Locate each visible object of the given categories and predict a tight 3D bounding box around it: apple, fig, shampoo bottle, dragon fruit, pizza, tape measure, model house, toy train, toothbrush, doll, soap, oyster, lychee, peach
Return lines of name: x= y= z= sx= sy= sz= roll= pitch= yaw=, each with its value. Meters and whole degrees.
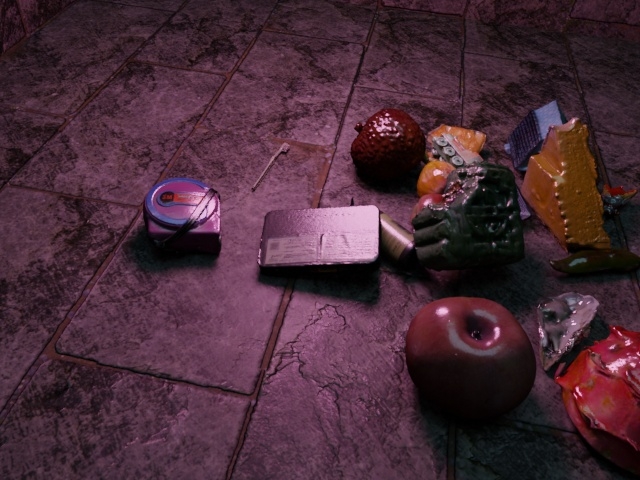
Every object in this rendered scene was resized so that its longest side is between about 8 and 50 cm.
apple: x=0.353 y=0.263 z=1.329 sx=0.306 sy=0.235 sz=0.306 roll=3 pitch=45 yaw=-3
fig: x=0.385 y=-0.221 z=1.898 sx=0.159 sy=0.159 sz=0.257 roll=-3 pitch=47 yaw=-8
shampoo bottle: x=0.186 y=-0.027 z=1.718 sx=0.101 sy=0.101 sz=0.284 roll=-28 pitch=52 yaw=-30
dragon fruit: x=0.762 y=0.339 z=1.294 sx=0.386 sy=0.249 sz=0.371 roll=22 pitch=41 yaw=14
pizza: x=0.509 y=-0.355 z=2.104 sx=0.204 sy=0.080 sz=0.188 roll=-37 pitch=72 yaw=-23
tape measure: x=-0.407 y=-0.063 z=1.682 sx=0.231 sy=0.149 sz=0.245 roll=1 pitch=51 yaw=-8
model house: x=0.800 y=-0.321 z=2.051 sx=0.241 sy=0.226 sz=0.261 roll=-22 pitch=31 yaw=28
toy train: x=0.463 y=-0.301 z=1.957 sx=0.118 sy=0.074 sz=0.176 roll=-21 pitch=62 yaw=-21
toothbrush: x=-0.176 y=-0.264 z=1.992 sx=0.028 sy=0.026 sz=0.294 roll=19 pitch=46 yaw=14
doll: x=0.999 y=-0.133 z=1.936 sx=0.109 sy=0.057 sz=0.169 roll=18 pitch=56 yaw=38
soap: x=0.802 y=-0.164 z=1.770 sx=0.169 sy=0.304 sz=0.339 roll=-10 pitch=45 yaw=-10
oyster: x=0.658 y=0.222 z=1.505 sx=0.199 sy=0.087 sz=0.252 roll=-4 pitch=36 yaw=4
lychee: x=0.230 y=-0.327 z=1.941 sx=0.260 sy=0.260 sz=0.260 roll=2 pitch=43 yaw=-2
peach: x=0.359 y=-0.076 z=1.763 sx=0.152 sy=0.152 sz=0.152 roll=2 pitch=43 yaw=-2

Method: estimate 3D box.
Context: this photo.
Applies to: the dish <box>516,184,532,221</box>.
dish: x=0.542 y=-0.108 z=1.828 sx=0.243 sy=0.080 sz=0.182 roll=-21 pitch=82 yaw=-27

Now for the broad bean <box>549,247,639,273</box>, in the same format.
broad bean: x=0.841 y=0.061 z=1.709 sx=0.339 sy=0.061 sz=0.077 roll=-3 pitch=56 yaw=-8

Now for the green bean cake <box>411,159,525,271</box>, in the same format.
green bean cake: x=0.420 y=-0.069 z=1.615 sx=0.308 sy=0.169 sz=0.300 roll=-1 pitch=79 yaw=-26

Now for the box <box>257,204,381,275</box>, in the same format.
box: x=0.000 y=0.000 z=1.639 sx=0.350 sy=0.058 sz=0.211 roll=-1 pitch=55 yaw=10

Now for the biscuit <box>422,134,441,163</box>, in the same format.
biscuit: x=0.434 y=-0.273 z=1.995 sx=0.153 sy=0.030 sz=0.234 roll=7 pitch=65 yaw=2
